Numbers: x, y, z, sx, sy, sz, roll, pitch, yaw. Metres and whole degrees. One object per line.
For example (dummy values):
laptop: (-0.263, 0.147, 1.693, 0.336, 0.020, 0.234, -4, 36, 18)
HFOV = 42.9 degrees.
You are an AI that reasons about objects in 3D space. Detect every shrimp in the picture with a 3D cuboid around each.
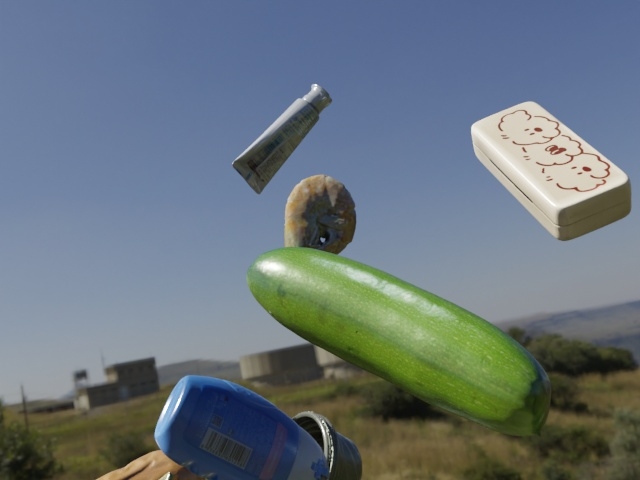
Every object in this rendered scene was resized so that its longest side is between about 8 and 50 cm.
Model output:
shrimp: (0.000, 0.000, 1.888, 0.168, 0.317, 0.077, -2, -12, 7)

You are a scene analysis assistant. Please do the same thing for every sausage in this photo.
sausage: (-0.329, 0.465, 1.490, 0.241, 0.120, 0.136, -22, 2, -22)

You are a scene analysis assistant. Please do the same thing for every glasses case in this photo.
glasses case: (0.399, -0.132, 1.445, 0.144, 0.336, 0.076, -23, -53, -5)

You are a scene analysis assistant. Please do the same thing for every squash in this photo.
squash: (0.059, 0.073, 0.666, 0.292, 0.082, 0.082, 23, 12, 33)

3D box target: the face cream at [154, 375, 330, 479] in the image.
face cream: (-0.102, 0.296, 1.183, 0.264, 0.149, 0.083, 31, -38, -14)

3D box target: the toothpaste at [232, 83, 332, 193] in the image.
toothpaste: (-0.089, -0.256, 2.000, 0.073, 0.299, 0.114, 26, -19, 50)

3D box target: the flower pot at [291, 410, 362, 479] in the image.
flower pot: (0.000, 0.502, 1.795, 0.140, 0.235, 0.235, 24, -28, -32)

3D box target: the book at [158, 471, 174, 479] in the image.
book: (-0.265, 0.444, 1.192, 0.013, 0.168, 0.192, 22, -38, -17)
